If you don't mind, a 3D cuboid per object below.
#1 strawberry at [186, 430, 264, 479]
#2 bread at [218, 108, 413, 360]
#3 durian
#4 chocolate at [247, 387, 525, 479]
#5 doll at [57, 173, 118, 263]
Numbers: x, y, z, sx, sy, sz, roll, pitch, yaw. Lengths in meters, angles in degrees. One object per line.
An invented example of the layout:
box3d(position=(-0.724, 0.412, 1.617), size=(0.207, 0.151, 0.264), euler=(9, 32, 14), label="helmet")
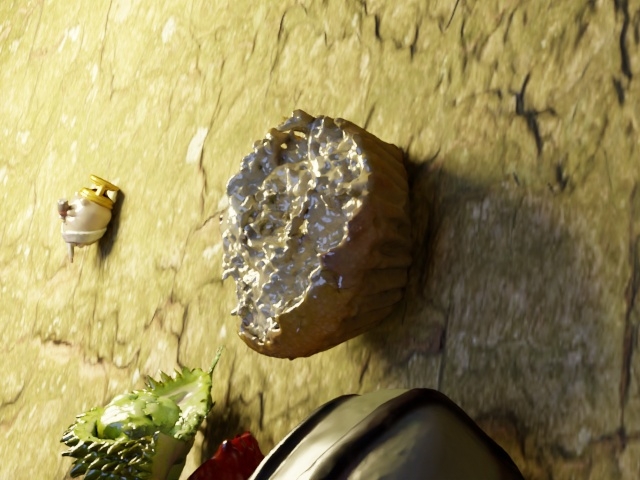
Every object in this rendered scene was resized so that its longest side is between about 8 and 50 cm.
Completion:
box3d(position=(-0.092, 0.332, 1.399), size=(0.178, 0.234, 0.234), euler=(36, 109, 15), label="strawberry")
box3d(position=(0.000, 0.000, 1.439), size=(0.274, 0.149, 0.274), euler=(-28, 55, 50), label="bread")
box3d(position=(-0.182, 0.237, 1.501), size=(0.169, 0.355, 0.157), euler=(-28, 96, 8), label="durian")
box3d(position=(0.036, 0.256, 1.197), size=(0.284, 0.186, 0.283), euler=(-38, 23, 20), label="chocolate")
box3d(position=(-0.343, -0.032, 1.923), size=(0.073, 0.084, 0.127), euler=(30, 94, 52), label="doll")
